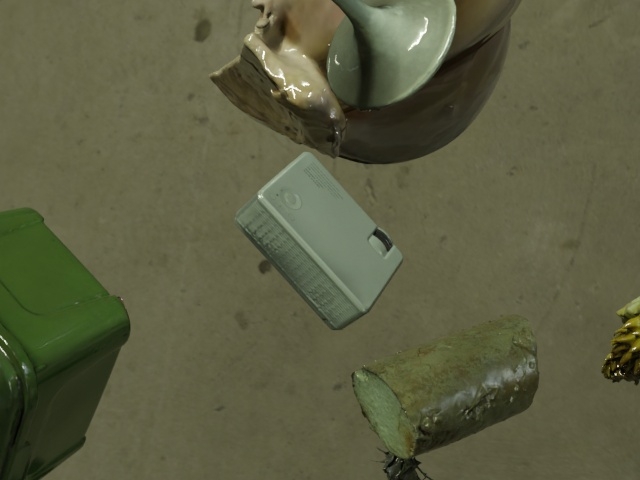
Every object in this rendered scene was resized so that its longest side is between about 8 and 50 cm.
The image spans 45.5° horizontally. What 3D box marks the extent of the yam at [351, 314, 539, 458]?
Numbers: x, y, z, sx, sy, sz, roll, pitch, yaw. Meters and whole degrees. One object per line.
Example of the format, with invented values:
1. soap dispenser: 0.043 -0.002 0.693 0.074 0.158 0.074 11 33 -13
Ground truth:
1. yam: 0.211 0.224 1.198 0.304 0.168 0.168 -13 59 -26

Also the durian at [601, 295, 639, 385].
1. durian: 0.477 0.116 0.924 0.306 0.166 0.172 -26 102 31

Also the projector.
1. projector: 0.000 0.000 1.264 0.257 0.192 0.099 47 130 -5

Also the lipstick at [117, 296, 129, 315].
1. lipstick: -0.383 0.136 1.241 0.145 0.045 0.045 -21 91 23

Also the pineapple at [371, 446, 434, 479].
1. pineapple: 0.156 0.357 1.435 0.125 0.125 0.251 -18 28 18

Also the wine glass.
1. wine glass: -0.022 -0.128 0.311 0.079 0.195 0.079 -16 62 32

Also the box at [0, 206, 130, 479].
1. box: -0.358 0.134 0.846 0.253 0.177 0.329 45 131 16

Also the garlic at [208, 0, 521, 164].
1. garlic: 0.033 -0.172 0.552 0.210 0.237 0.292 31 63 26
